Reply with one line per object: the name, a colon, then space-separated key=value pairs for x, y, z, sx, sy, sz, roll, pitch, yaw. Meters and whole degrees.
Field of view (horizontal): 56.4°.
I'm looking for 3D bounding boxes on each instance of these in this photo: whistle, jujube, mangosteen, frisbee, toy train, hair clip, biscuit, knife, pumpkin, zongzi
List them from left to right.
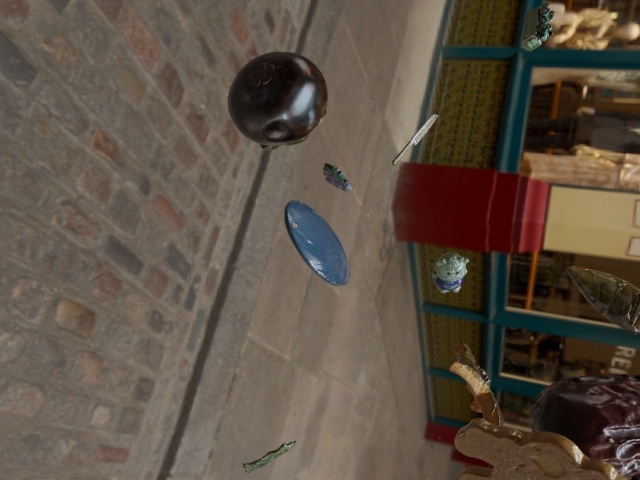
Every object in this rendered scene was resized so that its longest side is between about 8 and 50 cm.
mangosteen: x=-0.105 y=-0.367 z=1.645 sx=0.302 sy=0.274 sz=0.275 roll=53 pitch=48 yaw=-58
frisbee: x=0.004 y=-0.002 z=1.711 sx=0.289 sy=0.049 sz=0.290 roll=44 pitch=25 yaw=-27
hair clip: x=0.064 y=-0.222 z=2.073 sx=0.052 sy=0.124 sz=0.195 roll=-55 pitch=172 yaw=-5
knife: x=0.342 y=-0.368 z=2.166 sx=0.256 sy=0.022 sz=0.046 roll=-50 pitch=145 yaw=-6
whistle: x=0.404 y=0.109 z=1.879 sx=0.244 sy=0.110 sz=0.092 roll=83 pitch=1 yaw=-60
pumpkin: x=0.470 y=0.439 z=1.815 sx=0.258 sy=0.095 sz=0.290 roll=65 pitch=8 yaw=3
toy train: x=0.521 y=-0.516 z=1.428 sx=0.038 sy=0.071 sz=0.148 roll=42 pitch=48 yaw=-25
biscuit: x=0.297 y=0.320 z=0.808 sx=0.040 sy=0.236 sz=0.144 roll=-38 pitch=121 yaw=-47
zongzi: x=0.890 y=0.159 z=1.903 sx=0.134 sy=0.288 sz=0.286 roll=-58 pitch=170 yaw=7
jujube: x=0.661 y=0.436 z=1.378 sx=0.258 sy=0.376 sz=0.259 roll=-178 pitch=-90 yaw=-80

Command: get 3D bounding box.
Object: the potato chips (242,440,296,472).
potato chips: x=-0.161 y=0.623 z=1.706 sx=0.092 sy=0.207 sz=0.028 roll=20 pitch=42 yaw=-56
